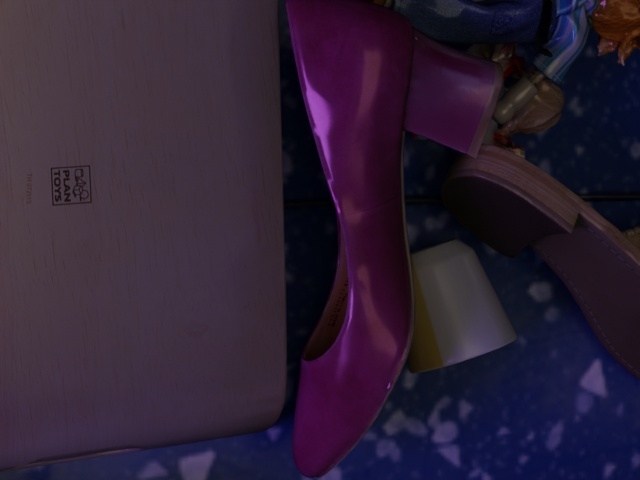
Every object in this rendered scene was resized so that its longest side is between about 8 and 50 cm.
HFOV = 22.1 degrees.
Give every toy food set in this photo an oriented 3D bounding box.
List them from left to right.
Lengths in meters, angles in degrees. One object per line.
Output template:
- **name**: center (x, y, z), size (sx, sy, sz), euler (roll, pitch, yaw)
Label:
- **toy food set**: center (-0.136, -0.032, 0.832), size (0.219, 0.092, 0.306), euler (-5, 100, -23)

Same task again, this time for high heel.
- **high heel**: center (0.000, 0.000, 0.841), size (0.117, 0.082, 0.244), euler (18, 105, -13)

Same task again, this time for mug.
- **mug**: center (0.063, 0.036, 0.906), size (0.078, 0.062, 0.064), euler (-18, 90, -23)

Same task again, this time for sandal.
- **sandal**: center (0.177, 0.006, 0.930), size (0.240, 0.088, 0.079), euler (38, 61, -18)

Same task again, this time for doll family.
- **doll family**: center (0.105, -0.161, 0.877), size (0.163, 0.118, 0.263), euler (5, 93, -16)
